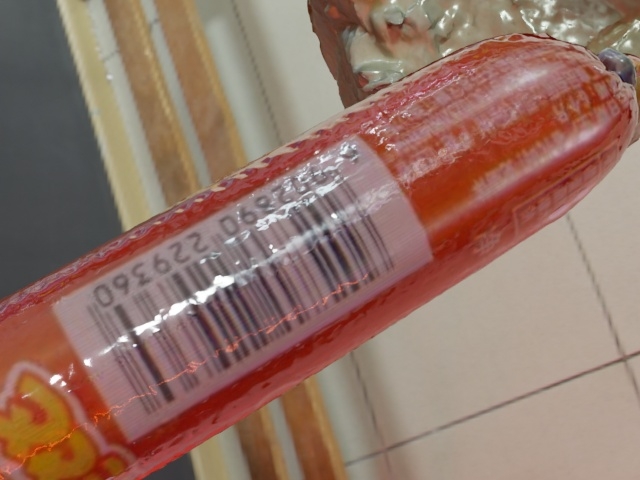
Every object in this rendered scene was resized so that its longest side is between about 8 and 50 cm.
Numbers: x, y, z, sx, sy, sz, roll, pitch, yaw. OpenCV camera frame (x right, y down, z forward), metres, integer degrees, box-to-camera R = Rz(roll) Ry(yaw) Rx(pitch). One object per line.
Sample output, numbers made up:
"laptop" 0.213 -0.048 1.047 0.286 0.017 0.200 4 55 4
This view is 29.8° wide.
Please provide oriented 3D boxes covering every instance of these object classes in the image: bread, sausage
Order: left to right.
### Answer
"sausage" 0.000 0.000 0.396 0.074 0.274 0.074 54 167 19
"bread" 0.127 -0.147 0.762 0.279 0.250 0.225 -31 85 -5
